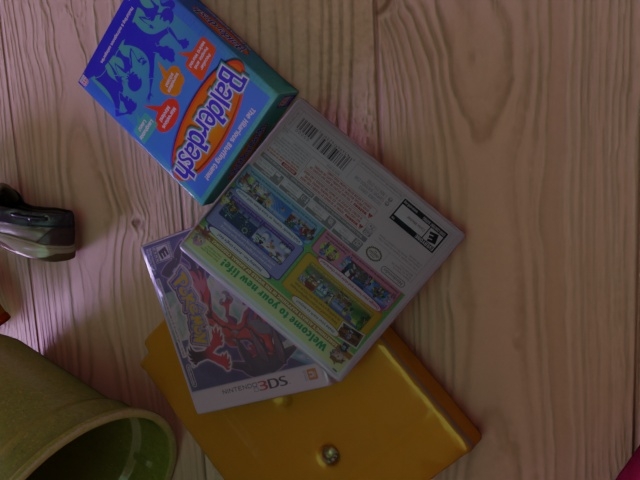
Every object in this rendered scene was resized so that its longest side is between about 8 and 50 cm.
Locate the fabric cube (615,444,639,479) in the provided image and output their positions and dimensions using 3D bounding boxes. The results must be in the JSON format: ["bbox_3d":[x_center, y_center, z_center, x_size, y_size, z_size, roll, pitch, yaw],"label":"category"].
[{"bbox_3d":[0.325,0.321,0.689,0.254,0.259,0.258,31,116,17],"label":"fabric cube"}]

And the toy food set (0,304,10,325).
[{"bbox_3d":[-0.515,0.123,1.150,0.232,0.111,0.104,-38,89,2],"label":"toy food set"}]

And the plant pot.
[{"bbox_3d":[-0.360,0.250,1.041,0.254,0.276,0.276,32,114,29],"label":"plant pot"}]

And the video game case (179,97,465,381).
[{"bbox_3d":[0.000,0.000,0.859,0.212,0.023,0.193,40,95,2],"label":"video game case"}]

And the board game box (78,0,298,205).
[{"bbox_3d":[-0.148,-0.166,0.939,0.210,0.047,0.160,43,117,11],"label":"board game box"}]

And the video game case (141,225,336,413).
[{"bbox_3d":[-0.091,0.075,0.929,0.183,0.023,0.201,-18,91,30],"label":"video game case"}]

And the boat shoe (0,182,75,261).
[{"bbox_3d":[-0.401,-0.036,1.084,0.223,0.080,0.073,18,100,15],"label":"boat shoe"}]

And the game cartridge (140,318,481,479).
[{"bbox_3d":[-0.028,0.166,0.956,0.285,0.053,0.323,-44,78,28],"label":"game cartridge"}]
